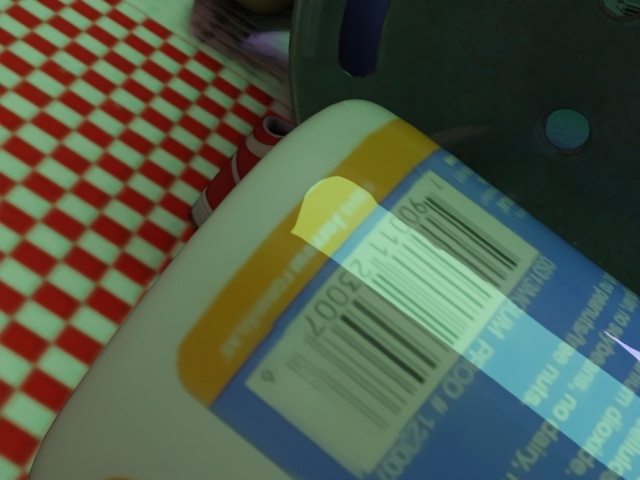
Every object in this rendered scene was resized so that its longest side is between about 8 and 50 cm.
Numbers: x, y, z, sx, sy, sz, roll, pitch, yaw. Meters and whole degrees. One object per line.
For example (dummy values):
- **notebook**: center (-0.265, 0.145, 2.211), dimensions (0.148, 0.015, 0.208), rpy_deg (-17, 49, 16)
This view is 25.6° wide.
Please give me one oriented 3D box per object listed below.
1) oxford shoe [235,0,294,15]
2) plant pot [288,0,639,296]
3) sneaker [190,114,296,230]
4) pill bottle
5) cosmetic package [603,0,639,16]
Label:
- **oxford shoe**: center (0.032, -0.186, 0.865), dimensions (0.130, 0.123, 0.348), rpy_deg (40, 26, -1)
- **plant pot**: center (0.151, -0.122, 0.579), dimensions (0.341, 0.341, 0.334), rpy_deg (33, 32, -5)
- **sneaker**: center (0.000, 0.000, 0.558), dimensions (0.118, 0.067, 0.042), rpy_deg (47, 27, 26)
- **pill bottle**: center (0.070, 0.099, 0.374), dimensions (0.272, 0.152, 0.152), rpy_deg (38, 25, 6)
- **cosmetic package**: center (0.221, -0.190, 0.979), dimensions (0.155, 0.196, 0.365), rpy_deg (16, 24, 2)
